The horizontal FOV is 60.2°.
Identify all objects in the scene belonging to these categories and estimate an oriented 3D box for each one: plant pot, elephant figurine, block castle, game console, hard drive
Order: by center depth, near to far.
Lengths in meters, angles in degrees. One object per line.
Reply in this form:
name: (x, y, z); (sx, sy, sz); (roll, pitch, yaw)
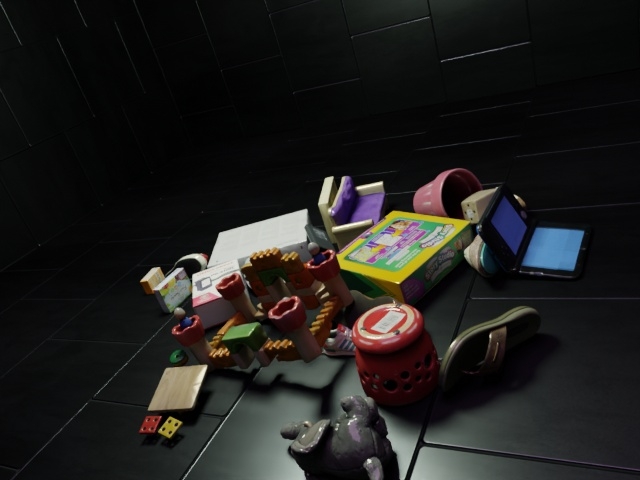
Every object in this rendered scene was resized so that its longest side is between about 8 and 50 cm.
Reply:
elephant figurine: (0.012, 0.417, 1.092); (0.239, 0.186, 0.170); (-23, 66, 13)
plant pot: (0.166, 0.251, 1.270); (0.191, 0.174, 0.191); (-16, 23, 7)
block castle: (-0.162, 0.175, 1.505); (0.452, 0.213, 0.303); (-15, 23, 37)
game console: (0.611, -0.036, 1.569); (0.173, 0.250, 0.293); (-31, 11, 42)
plant pot: (0.520, -0.102, 1.782); (0.096, 0.109, 0.109); (-16, 5, -21)
plant pot: (0.424, -0.134, 1.888); (0.201, 0.202, 0.180); (-33, 13, -29)
hard drive: (0.000, 0.000, 1.967); (0.022, 0.094, 0.135); (-54, 35, 21)

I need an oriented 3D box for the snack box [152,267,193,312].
snack box: (-0.522, 0.178, 1.969); (0.037, 0.100, 0.141); (-3, 29, 32)

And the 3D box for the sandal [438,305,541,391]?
sandal: (0.384, 0.240, 1.220); (0.302, 0.120, 0.086); (-26, 40, -17)

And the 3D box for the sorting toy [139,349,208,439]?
sorting toy: (-0.366, 0.405, 1.443); (0.132, 0.046, 0.275); (-9, 38, 18)

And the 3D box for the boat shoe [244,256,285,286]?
boat shoe: (-0.145, 0.124, 1.831); (0.102, 0.108, 0.301); (8, 3, -41)

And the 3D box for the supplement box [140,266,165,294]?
supplement box: (-0.650, 0.156, 2.146); (0.036, 0.062, 0.098); (-9, 27, 21)

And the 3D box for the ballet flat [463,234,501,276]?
ballet flat: (0.488, 0.025, 1.629); (0.106, 0.108, 0.316); (-22, 11, 41)

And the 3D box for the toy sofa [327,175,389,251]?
toy sofa: (0.149, -0.112, 2.024); (0.150, 0.177, 0.363); (-10, 25, 18)

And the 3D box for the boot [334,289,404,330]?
boot: (0.144, 0.205, 1.498); (0.305, 0.115, 0.113); (-2, 70, 58)

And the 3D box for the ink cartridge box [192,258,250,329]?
ink cartridge box: (-0.333, 0.174, 1.848); (0.171, 0.100, 0.237); (-20, 25, -5)

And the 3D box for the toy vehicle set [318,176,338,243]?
toy vehicle set: (0.045, -0.122, 2.126); (0.035, 0.166, 0.267); (-12, 25, 12)

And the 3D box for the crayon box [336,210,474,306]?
crayon box: (0.246, 0.047, 1.714); (0.362, 0.106, 0.313); (-35, 31, -32)

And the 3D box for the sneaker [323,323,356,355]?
sneaker: (0.075, 0.255, 1.435); (0.161, 0.076, 0.057); (-8, 27, 21)

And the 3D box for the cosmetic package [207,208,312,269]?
cosmetic package: (-0.217, 0.022, 2.090); (0.376, 0.098, 0.284); (-15, 23, 7)

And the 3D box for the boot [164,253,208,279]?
boot: (-0.466, 0.080, 2.085); (0.244, 0.088, 0.176); (-28, 9, 44)

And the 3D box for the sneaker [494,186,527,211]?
sneaker: (0.613, -0.120, 1.871); (0.086, 0.064, 0.192); (-27, 25, -2)
